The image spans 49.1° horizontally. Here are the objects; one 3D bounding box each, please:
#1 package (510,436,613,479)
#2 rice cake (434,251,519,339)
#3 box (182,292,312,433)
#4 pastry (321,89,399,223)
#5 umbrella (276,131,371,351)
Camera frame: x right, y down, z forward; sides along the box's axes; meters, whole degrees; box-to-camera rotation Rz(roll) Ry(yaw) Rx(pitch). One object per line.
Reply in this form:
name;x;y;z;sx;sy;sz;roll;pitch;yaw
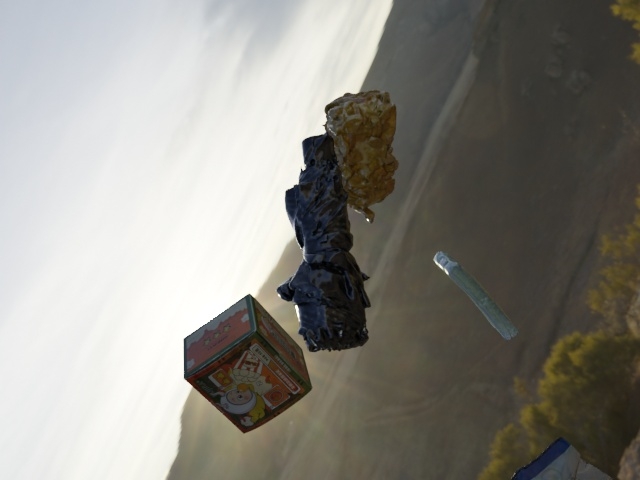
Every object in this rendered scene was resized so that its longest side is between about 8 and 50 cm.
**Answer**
package;0.251;0.311;0.820;0.171;0.173;0.027;-42;38;9
rice cake;0.359;0.124;1.616;0.043;0.237;0.127;-42;14;3
box;-0.148;0.250;1.408;0.177;0.195;0.148;-34;29;8
pastry;0.065;-0.148;1.275;0.250;0.154;0.102;88;156;-43
umbrella;-0.007;0.001;1.056;0.154;0.128;0.337;-2;-100;-64
